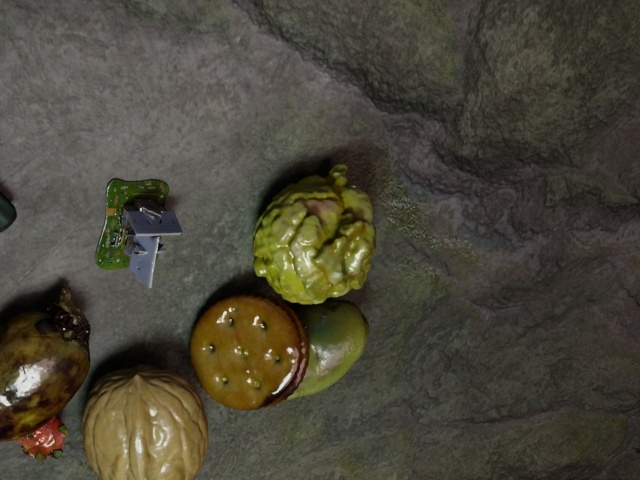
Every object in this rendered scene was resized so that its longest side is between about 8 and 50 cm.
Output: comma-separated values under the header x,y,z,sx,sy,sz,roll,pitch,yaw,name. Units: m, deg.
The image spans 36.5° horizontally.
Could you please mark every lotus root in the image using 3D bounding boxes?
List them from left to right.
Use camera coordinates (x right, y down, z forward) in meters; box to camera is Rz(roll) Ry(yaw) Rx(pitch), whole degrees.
x,y,z,sx,sy,sz,roll,pitch,yaw,name
-0.480,0.225,1.564,0.314,0.141,0.169,-49,135,-1,lotus root

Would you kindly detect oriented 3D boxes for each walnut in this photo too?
x,y,z,sx,sy,sz,roll,pitch,yaw,name
-0.307,0.334,1.708,0.224,0.225,0.261,-17,125,-26,walnut

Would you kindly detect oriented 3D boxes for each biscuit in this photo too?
x,y,z,sx,sy,sz,roll,pitch,yaw,name
-0.128,0.199,1.753,0.221,0.220,0.066,-63,166,11,biscuit

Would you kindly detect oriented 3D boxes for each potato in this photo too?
x,y,z,sx,sy,sz,roll,pitch,yaw,name
-0.024,0.203,1.848,0.248,0.169,0.143,-30,162,-2,potato

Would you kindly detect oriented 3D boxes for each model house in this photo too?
x,y,z,sx,sy,sz,roll,pitch,yaw,name
-0.293,-0.007,1.594,0.117,0.088,0.167,0,115,-35,model house

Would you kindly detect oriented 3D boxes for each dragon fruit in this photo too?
x,y,z,sx,sy,sz,roll,pitch,yaw,name
-0.478,0.339,1.676,0.116,0.086,0.081,70,33,-46,dragon fruit

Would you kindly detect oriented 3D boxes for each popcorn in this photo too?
x,y,z,sx,sy,sz,roll,pitch,yaw,name
0.000,0.000,1.727,0.259,0.212,0.259,-17,131,-21,popcorn

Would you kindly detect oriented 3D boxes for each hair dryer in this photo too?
x,y,z,sx,sy,sz,roll,pitch,yaw,name
-0.559,-0.018,1.441,0.197,0.057,0.100,-34,130,-2,hair dryer
